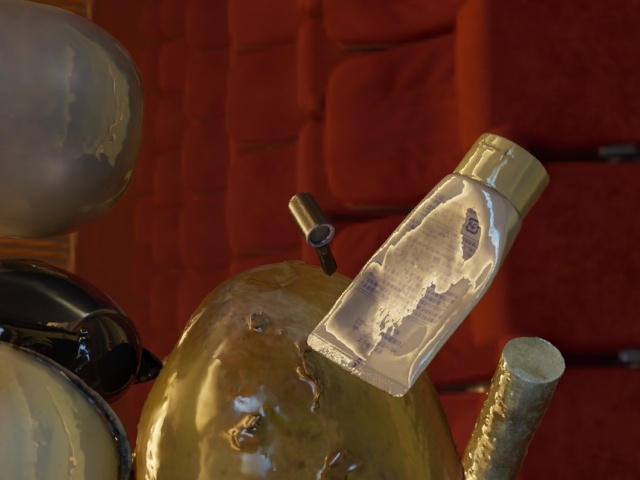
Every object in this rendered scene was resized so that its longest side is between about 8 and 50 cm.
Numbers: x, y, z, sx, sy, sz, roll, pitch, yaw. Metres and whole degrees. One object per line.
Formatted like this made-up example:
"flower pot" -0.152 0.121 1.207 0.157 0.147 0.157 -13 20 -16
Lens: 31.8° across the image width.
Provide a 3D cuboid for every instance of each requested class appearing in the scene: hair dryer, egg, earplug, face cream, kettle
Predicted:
"hair dryer" 0.000 0.000 0.958 0.047 0.026 0.083 60 176 43
"egg" -0.337 0.236 1.066 0.264 0.286 0.174 -54 13 25
"earplug" -0.424 -0.157 1.431 0.312 0.393 0.313 -172 90 -78
"face cream" 0.092 0.019 0.908 0.224 0.114 0.070 -53 -46 -11
"kettle" -0.341 0.120 1.424 0.207 0.271 0.251 -50 -52 -29

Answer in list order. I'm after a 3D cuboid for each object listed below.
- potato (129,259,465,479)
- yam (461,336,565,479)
"potato" -0.062 0.197 1.305 0.442 0.385 0.320 -82 -29 -70
"yam" 0.264 0.263 1.594 0.093 0.093 0.259 -85 8 -59
